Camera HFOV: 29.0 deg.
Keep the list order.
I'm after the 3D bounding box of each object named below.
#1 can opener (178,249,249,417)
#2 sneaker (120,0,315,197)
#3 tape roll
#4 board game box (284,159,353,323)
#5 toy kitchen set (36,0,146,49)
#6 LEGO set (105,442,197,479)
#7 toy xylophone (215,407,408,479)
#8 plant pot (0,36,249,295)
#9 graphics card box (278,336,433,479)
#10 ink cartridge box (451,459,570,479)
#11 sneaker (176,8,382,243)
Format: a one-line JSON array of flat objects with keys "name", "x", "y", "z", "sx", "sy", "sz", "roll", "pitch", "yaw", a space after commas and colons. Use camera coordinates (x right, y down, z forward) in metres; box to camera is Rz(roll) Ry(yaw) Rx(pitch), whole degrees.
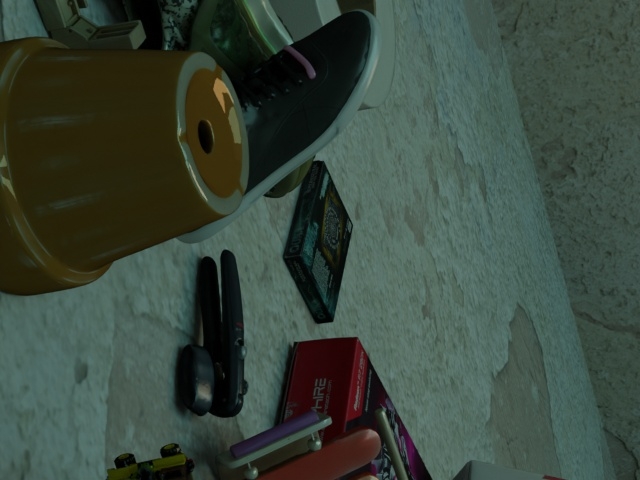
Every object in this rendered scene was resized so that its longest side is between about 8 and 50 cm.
[{"name": "can opener", "x": -0.102, "y": 0.094, "z": 1.268, "sx": 0.073, "sy": 0.059, "sz": 0.186, "roll": 50, "pitch": 37, "yaw": -54}, {"name": "sneaker", "x": -0.135, "y": -0.194, "z": 1.261, "sx": 0.182, "sy": 0.158, "sz": 0.410, "roll": -43, "pitch": 130, "yaw": -29}, {"name": "tape roll", "x": 0.016, "y": -0.375, "z": 1.767, "sx": 0.392, "sy": 0.072, "sz": 0.392, "roll": -9, "pitch": 90, "yaw": -70}, {"name": "board game box", "x": 0.000, "y": 0.000, "z": 1.632, "sx": 0.186, "sy": 0.026, "sz": 0.126, "roll": -77, "pitch": 150, "yaw": -45}, {"name": "toy kitchen set", "x": -0.201, "y": -0.214, "z": 1.102, "sx": 0.068, "sy": 0.075, "sz": 0.083, "roll": -68, "pitch": 148, "yaw": -56}, {"name": "LEGO set", "x": -0.113, "y": 0.331, "z": 0.861, "sx": 0.192, "sy": 0.255, "sz": 0.331, "roll": -81, "pitch": 166, "yaw": -79}, {"name": "toy xylophone", "x": 0.010, "y": 0.309, "z": 1.299, "sx": 0.081, "sy": 0.236, "sz": 0.323, "roll": 29, "pitch": -34, "yaw": 64}, {"name": "plant pot", "x": -0.166, "y": -0.070, "z": 0.973, "sx": 0.205, "sy": 0.188, "sz": 0.205, "roll": -9, "pitch": 90, "yaw": -70}, {"name": "graphics card box", "x": 0.053, "y": 0.322, "z": 1.546, "sx": 0.233, "sy": 0.094, "sz": 0.371, "roll": -80, "pitch": 154, "yaw": -43}, {"name": "ink cartridge box", "x": 0.269, "y": 0.425, "z": 1.722, "sx": 0.306, "sy": 0.226, "sz": 0.131, "roll": 106, "pitch": -6, "yaw": -61}, {"name": "sneaker", "x": -0.072, "y": -0.134, "z": 1.183, "sx": 0.104, "sy": 0.296, "sz": 0.147, "roll": 49, "pitch": 4, "yaw": 40}]
